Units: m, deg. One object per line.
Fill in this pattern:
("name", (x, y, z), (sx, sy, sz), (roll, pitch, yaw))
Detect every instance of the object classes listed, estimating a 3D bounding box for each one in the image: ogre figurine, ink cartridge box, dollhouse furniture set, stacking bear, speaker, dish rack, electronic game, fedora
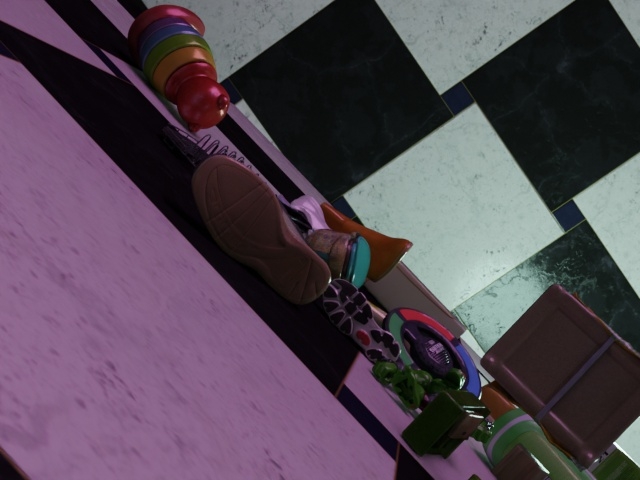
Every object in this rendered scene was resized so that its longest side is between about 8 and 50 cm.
("ogre figurine", (0.180, 0.242, 1.405), (0.197, 0.096, 0.118), (9, -3, 22))
("ink cartridge box", (0.496, 0.444, 1.826), (0.097, 0.189, 0.255), (42, 5, -23))
("dollhouse furniture set", (0.290, 0.228, 1.213), (0.197, 0.301, 0.151), (46, 7, 26))
("stacking bear", (-0.289, -0.355, 1.956), (0.289, 0.175, 0.164), (57, 8, 28))
("speaker", (0.408, 0.429, 1.571), (0.131, 0.131, 0.296), (40, 8, -48))
("dish rack", (-0.148, -0.105, 1.561), (0.271, 0.074, 0.208), (48, 5, 19))
("electronic game", (0.206, 0.215, 1.680), (0.229, 0.048, 0.229), (30, 30, -20))
("fedora", (0.390, 0.383, 2.034), (0.194, 0.079, 0.194), (46, 6, -6))

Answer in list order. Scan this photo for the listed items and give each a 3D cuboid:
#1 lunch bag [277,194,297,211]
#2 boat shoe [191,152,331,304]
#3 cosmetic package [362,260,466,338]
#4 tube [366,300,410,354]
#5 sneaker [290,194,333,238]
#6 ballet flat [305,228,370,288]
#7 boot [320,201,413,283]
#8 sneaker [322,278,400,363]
("lunch bag", (-0.072, -0.048, 1.835), (0.083, 0.053, 0.071), (55, 6, -4))
("boat shoe", (-0.090, -0.019, 1.263), (0.285, 0.103, 0.092), (47, -1, -38))
("cosmetic package", (0.222, 0.149, 2.312), (0.309, 0.113, 0.160), (46, 5, 6))
("tube", (0.140, 0.179, 1.763), (0.240, 0.070, 0.062), (42, 46, 2))
("sneaker", (0.000, 0.000, 2.008), (0.212, 0.080, 0.094), (50, 26, 4))
("ballet flat", (0.026, 0.031, 1.769), (0.123, 0.123, 0.348), (47, 3, 9))
("boot", (0.075, -0.007, 2.077), (0.211, 0.104, 0.295), (46, -22, -4))
("sneaker", (0.058, 0.138, 1.496), (0.170, 0.068, 0.071), (54, -11, -9))
